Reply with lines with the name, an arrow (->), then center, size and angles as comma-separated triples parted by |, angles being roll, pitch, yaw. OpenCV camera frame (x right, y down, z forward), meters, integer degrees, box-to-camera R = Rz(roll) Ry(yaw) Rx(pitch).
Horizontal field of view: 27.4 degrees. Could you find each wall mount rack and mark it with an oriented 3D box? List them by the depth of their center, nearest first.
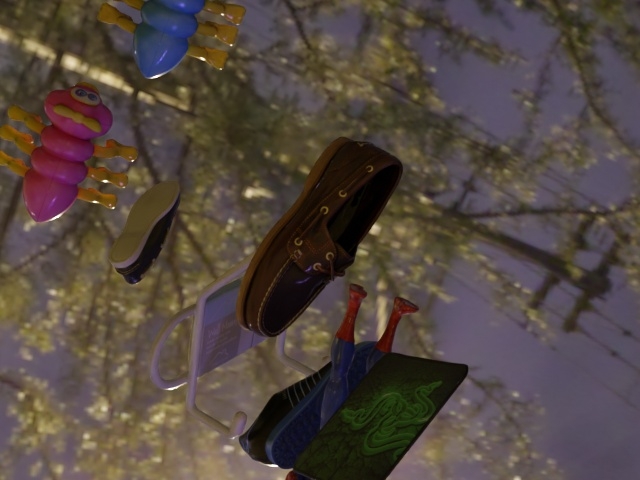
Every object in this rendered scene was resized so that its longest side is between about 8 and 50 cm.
wall mount rack -> -0.059, 0.078, 1.700 | 0.130, 0.350, 0.304 | 25, -60, 27

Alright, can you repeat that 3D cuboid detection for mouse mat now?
mouse mat -> 0.051, 0.165, 1.207 | 0.153, 0.007, 0.189 | -49, -164, -15

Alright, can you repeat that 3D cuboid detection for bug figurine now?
bug figurine -> -0.194, -0.126, 0.794 | 0.072, 0.279, 0.216 | -107, -145, -74

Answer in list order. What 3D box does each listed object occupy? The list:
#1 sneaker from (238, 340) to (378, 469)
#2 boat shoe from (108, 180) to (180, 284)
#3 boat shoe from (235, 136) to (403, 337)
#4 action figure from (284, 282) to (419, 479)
sneaker -> -0.009, 0.205, 1.709 | 0.232, 0.081, 0.090 | -38, -154, -30
boat shoe -> -0.174, -0.009, 1.344 | 0.046, 0.038, 0.125 | -2, -135, 26
boat shoe -> 0.000, 0.000, 1.193 | 0.073, 0.073, 0.207 | 25, -98, 34
action figure -> 0.029, 0.197, 1.351 | 0.139, 0.091, 0.280 | -129, -124, -77
